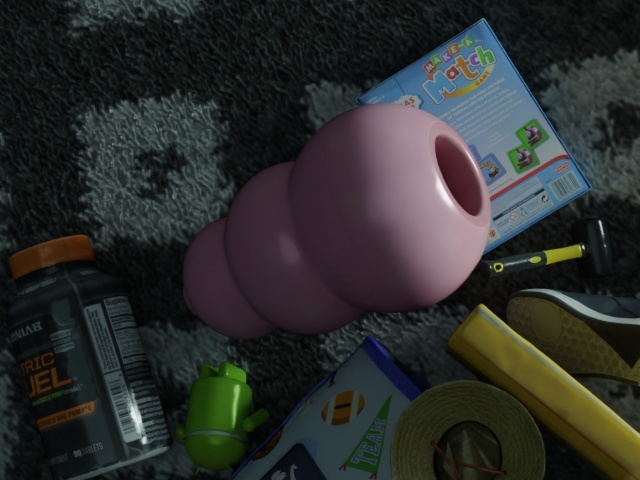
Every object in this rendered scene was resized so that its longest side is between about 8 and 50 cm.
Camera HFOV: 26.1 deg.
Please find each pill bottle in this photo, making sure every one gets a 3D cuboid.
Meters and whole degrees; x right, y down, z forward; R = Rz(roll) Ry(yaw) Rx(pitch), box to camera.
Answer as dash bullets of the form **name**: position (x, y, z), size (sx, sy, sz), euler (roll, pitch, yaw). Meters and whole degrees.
- **pill bottle**: position (-0.249, 0.120, 1.441), size (0.130, 0.130, 0.246), euler (-19, 84, 5)

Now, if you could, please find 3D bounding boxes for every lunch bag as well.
- **lunch bag**: position (0.071, 0.329, 1.347), size (0.328, 0.239, 0.385), euler (-46, 68, 3)

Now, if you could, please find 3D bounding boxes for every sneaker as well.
- **sneaker**: position (0.314, 0.086, 1.402), size (0.226, 0.163, 0.086), euler (16, 113, 46)

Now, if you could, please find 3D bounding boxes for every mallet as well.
- **mallet**: position (0.229, 0.026, 1.380), size (0.039, 0.189, 0.062), euler (-13, 94, 49)

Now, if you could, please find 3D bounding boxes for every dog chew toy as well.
- **dog chew toy**: position (0.000, 0.000, 1.377), size (0.332, 0.206, 0.207), euler (-25, 84, 27)

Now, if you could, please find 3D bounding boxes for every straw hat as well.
- **straw hat**: position (0.131, 0.190, 1.213), size (0.144, 0.061, 0.144), euler (0, 91, 16)

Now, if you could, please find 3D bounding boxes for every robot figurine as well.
- **robot figurine**: position (-0.107, 0.187, 1.442), size (0.101, 0.067, 0.115), euler (-11, 61, 28)

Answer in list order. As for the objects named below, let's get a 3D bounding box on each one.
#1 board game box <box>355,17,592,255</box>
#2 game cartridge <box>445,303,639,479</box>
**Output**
- **board game box**: position (0.160, -0.101, 1.449), size (0.160, 0.039, 0.211), euler (-32, 85, 5)
- **game cartridge**: position (0.254, 0.186, 1.298), size (0.323, 0.285, 0.053), euler (41, 89, 8)
